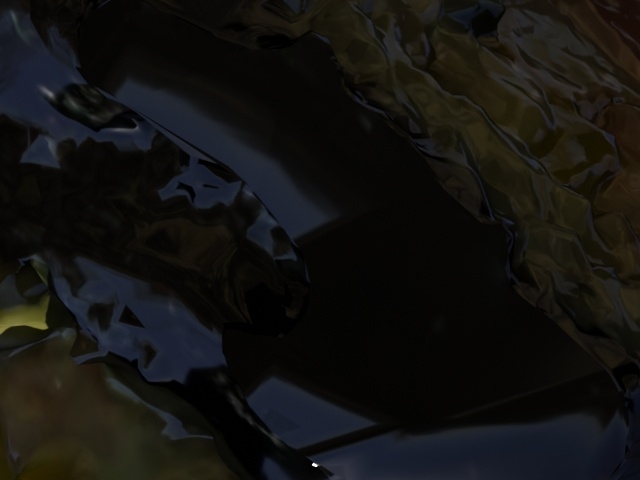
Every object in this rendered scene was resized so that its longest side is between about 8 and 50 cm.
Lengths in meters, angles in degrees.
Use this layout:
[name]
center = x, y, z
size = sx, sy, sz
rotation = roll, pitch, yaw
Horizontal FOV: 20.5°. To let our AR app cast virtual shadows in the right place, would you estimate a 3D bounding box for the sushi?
[sushi]
center = 0.000, 0.000, 0.673
size = 0.285, 0.328, 0.329
rotation = -49, -177, 35
